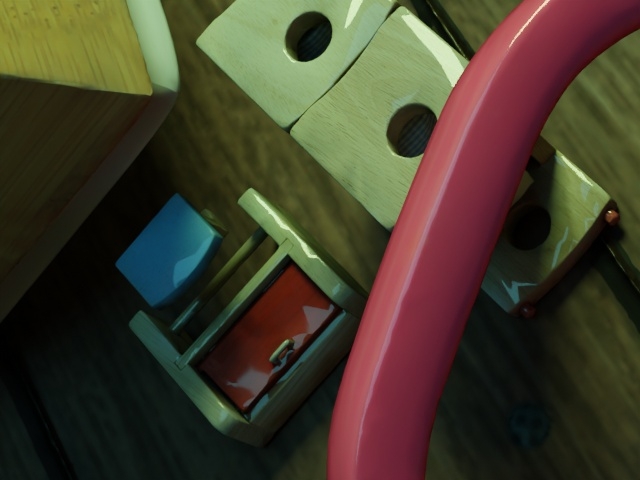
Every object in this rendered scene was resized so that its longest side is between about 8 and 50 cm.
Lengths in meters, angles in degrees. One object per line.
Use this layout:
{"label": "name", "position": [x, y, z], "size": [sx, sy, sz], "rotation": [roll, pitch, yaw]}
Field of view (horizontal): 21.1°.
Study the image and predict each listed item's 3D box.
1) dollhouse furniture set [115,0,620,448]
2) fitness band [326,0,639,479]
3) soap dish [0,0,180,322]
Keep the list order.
{"label": "dollhouse furniture set", "position": [0.000, 0.000, 0.692], "size": [0.183, 0.129, 0.129], "rotation": [-49, 58, 6]}
{"label": "fitness band", "position": [0.120, 0.037, 0.586], "size": [0.209, 0.054, 0.291], "rotation": [21, 86, -8]}
{"label": "soap dish", "position": [-0.198, -0.071, 0.781], "size": [0.291, 0.118, 0.229], "rotation": [-44, 54, 37]}
